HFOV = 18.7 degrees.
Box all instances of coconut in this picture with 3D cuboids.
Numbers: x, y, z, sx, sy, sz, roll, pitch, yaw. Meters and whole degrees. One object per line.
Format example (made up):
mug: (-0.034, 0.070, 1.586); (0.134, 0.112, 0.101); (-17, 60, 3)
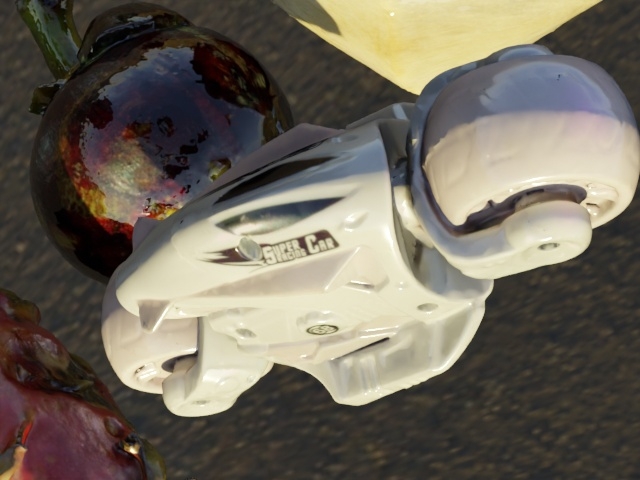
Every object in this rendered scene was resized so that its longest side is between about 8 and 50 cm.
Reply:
coconut: (0.099, -0.261, 1.554); (0.329, 0.329, 0.329); (5, 75, -18)

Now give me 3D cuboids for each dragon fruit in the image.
dragon fruit: (-0.302, 0.155, 1.505); (0.314, 0.296, 0.263); (-27, 94, -18)

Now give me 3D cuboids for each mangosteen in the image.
mangosteen: (-0.151, -0.093, 1.599); (0.231, 0.231, 0.289); (-29, 64, -23)

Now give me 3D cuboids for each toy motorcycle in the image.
toy motorcycle: (0.000, 0.000, 0.702); (0.112, 0.254, 0.112); (22, 56, -36)
